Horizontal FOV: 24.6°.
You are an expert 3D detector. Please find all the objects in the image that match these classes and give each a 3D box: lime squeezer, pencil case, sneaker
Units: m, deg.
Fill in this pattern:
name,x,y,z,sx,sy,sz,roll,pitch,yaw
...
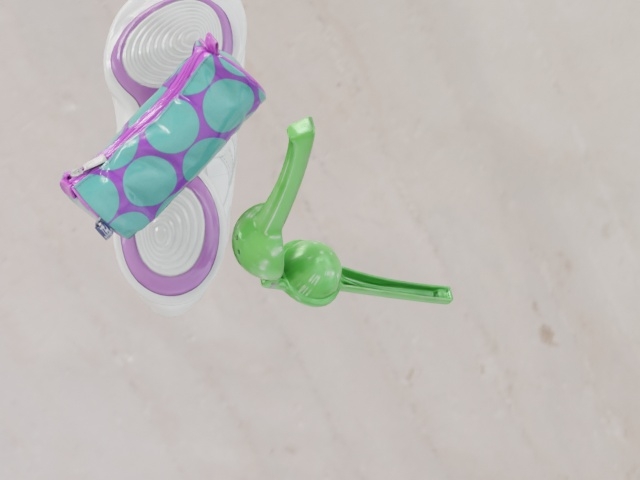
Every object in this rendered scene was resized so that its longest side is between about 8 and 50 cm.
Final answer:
name,x,y,z,sx,sy,sz,roll,pitch,yaw
lime squeezer,0.000,0.000,1.085,0.110,0.310,0.059,-36,57,5
pencil case,-0.110,-0.070,1.022,0.151,0.064,0.070,-46,137,-1
sneaker,-0.126,-0.082,1.228,0.114,0.305,0.152,5,163,-3
